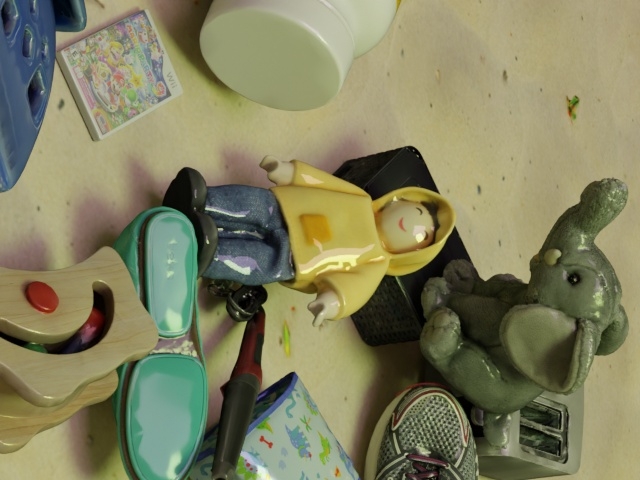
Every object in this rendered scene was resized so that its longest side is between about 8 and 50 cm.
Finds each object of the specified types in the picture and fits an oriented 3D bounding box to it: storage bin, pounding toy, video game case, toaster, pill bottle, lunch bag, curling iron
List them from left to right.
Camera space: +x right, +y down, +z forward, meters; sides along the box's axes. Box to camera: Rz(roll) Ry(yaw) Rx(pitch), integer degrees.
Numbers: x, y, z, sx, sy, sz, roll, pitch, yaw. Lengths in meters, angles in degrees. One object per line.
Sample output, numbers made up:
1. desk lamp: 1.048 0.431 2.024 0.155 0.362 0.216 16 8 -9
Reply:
1. pounding toy: -0.267 0.097 1.252 0.154 0.155 0.269 49 31 9
2. video game case: -0.181 -0.152 1.452 0.122 0.011 0.087 -37 109 -47
3. curling iron: -0.079 0.121 1.417 0.068 0.035 0.274 38 31 -24
4. lunch bag: -0.036 0.208 1.460 0.151 0.096 0.128 -39 102 -46
5. pill bottle: 0.004 -0.296 1.561 0.188 0.188 0.334 45 51 -33
6. storage bin: 0.074 0.007 1.654 0.122 0.084 0.180 -44 114 -45
7. toaster: 0.202 0.174 1.742 0.186 0.110 0.168 23 65 -44

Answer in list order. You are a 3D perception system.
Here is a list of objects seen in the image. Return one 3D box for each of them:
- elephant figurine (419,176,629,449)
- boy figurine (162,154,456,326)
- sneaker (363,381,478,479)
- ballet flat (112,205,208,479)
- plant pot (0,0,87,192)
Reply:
1. elephant figurine: 0.226 0.074 1.554 0.186 0.239 0.169 40 48 -35
2. boy figurine: 0.000 0.000 1.486 0.285 0.092 0.177 3 57 -25
3. sneaker: 0.103 0.283 1.567 0.121 0.112 0.299 10 68 -7
4. ballet flat: -0.144 0.096 1.377 0.083 0.087 0.247 6 78 -28
5. plant pot: -0.300 -0.193 1.113 0.236 0.236 0.212 81 23 -44
